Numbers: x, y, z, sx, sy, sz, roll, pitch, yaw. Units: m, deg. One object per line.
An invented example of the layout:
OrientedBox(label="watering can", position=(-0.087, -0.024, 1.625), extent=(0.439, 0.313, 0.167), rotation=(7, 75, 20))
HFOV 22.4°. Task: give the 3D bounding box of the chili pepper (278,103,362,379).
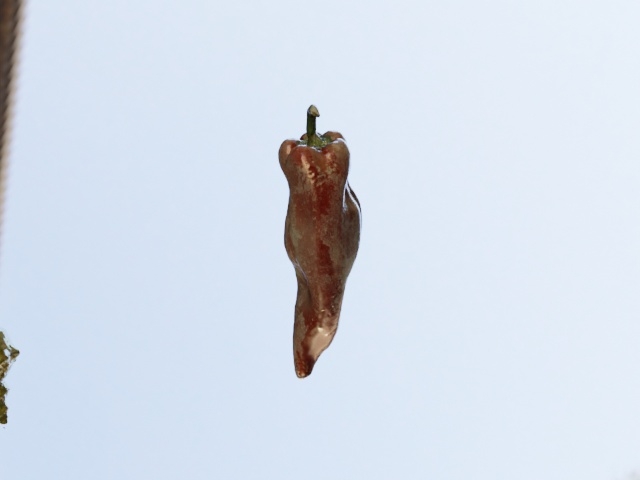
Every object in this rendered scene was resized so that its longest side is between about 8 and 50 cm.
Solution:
OrientedBox(label="chili pepper", position=(0.001, 0.000, 0.818), extent=(0.050, 0.041, 0.153), rotation=(-43, -45, -56))

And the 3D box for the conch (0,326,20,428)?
OrientedBox(label="conch", position=(-0.255, 0.086, 1.118), extent=(0.089, 0.121, 0.074), rotation=(-48, -16, 21))
